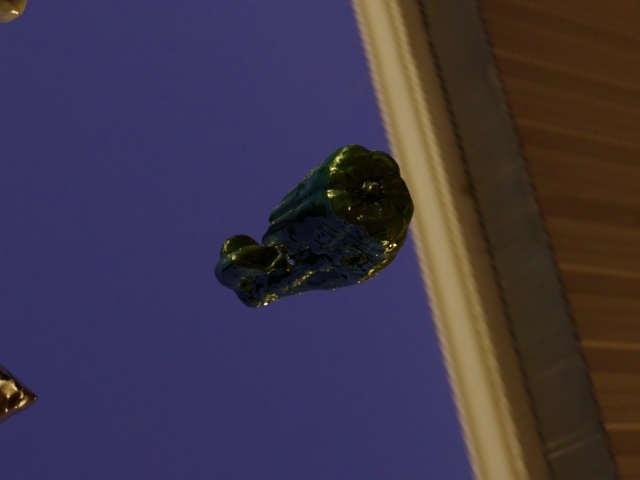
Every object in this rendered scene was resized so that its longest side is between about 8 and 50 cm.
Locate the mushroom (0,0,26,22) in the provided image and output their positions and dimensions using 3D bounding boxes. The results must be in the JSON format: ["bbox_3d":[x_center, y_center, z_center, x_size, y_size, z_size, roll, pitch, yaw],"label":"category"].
[{"bbox_3d":[-0.436,-0.332,1.315,0.328,0.122,0.159,28,-176,-46],"label":"mushroom"}]

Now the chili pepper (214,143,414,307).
[{"bbox_3d":[-0.001,-0.001,1.083,0.099,0.253,0.083,24,-118,-18],"label":"chili pepper"}]

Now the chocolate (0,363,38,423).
[{"bbox_3d":[-0.483,0.133,1.381,0.340,0.225,0.210,41,-99,-11],"label":"chocolate"}]
